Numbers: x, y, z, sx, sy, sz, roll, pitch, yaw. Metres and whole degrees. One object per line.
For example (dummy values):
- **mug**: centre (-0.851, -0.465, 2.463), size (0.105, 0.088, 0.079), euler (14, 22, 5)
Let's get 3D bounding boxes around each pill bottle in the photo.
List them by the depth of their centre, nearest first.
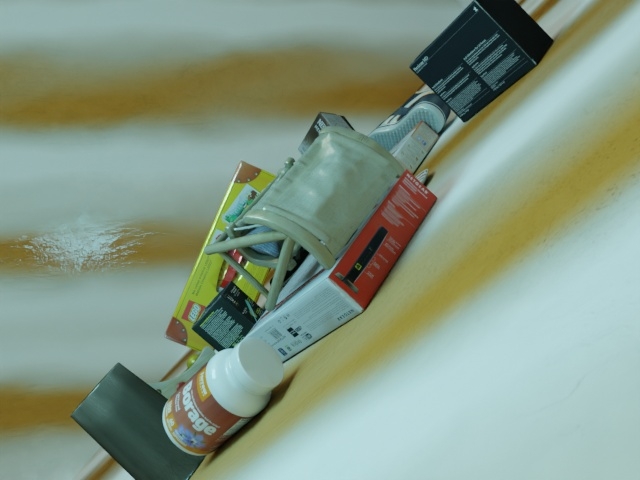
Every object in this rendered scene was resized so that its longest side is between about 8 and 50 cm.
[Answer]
- **pill bottle**: centre (-0.159, 0.256, 1.285), size (0.216, 0.121, 0.121), euler (-45, 6, 31)

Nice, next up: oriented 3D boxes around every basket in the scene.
- **basket**: centre (-0.331, 0.346, 1.430), size (0.154, 0.227, 0.204), euler (-48, 5, -2)

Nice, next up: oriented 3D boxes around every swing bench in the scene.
- **swing bench**: centre (-0.029, -0.050, 1.333), size (0.253, 0.165, 0.254), euler (-51, 7, -35)

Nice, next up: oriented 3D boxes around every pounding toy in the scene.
- **pounding toy**: centre (-0.342, 0.363, 1.754), size (0.269, 0.154, 0.155), euler (-51, 7, -30)

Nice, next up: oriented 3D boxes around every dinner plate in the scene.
- **dinner plate**: centre (0.182, -0.093, 1.628), size (0.141, 0.017, 0.141), euler (-46, 6, 6)

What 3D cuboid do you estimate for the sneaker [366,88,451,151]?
- **sneaker**: centre (0.240, -0.302, 2.073), size (0.321, 0.126, 0.127), euler (-26, 24, 54)

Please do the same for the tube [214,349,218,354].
- **tube**: centre (-0.281, 0.344, 1.955), size (0.240, 0.062, 0.070), euler (-53, -35, -5)

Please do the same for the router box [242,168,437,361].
- **router box**: centre (0.031, 0.056, 1.410), size (0.301, 0.082, 0.335), euler (-52, 7, -37)

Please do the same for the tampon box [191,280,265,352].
- **tampon box**: centre (-0.176, 0.188, 1.663), size (0.101, 0.161, 0.120), euler (-46, 5, 12)

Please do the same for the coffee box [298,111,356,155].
- **coffee box**: centre (0.058, -0.218, 2.117), size (0.098, 0.247, 0.141), euler (0, -44, -43)

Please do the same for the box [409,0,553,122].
- **box**: centre (0.343, -0.405, 1.686), size (0.103, 0.184, 0.261), euler (-52, 8, -31)

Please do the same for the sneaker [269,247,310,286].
- **sneaker**: centre (-0.067, 0.011, 2.220), size (0.283, 0.124, 0.107), euler (-47, 6, 10)

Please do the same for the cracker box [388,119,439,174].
- **cracker box**: centre (0.185, -0.179, 1.921), size (0.155, 0.067, 0.232), euler (-42, 9, 49)

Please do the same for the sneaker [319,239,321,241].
- **sneaker**: centre (0.000, 0.000, 2.039), size (0.095, 0.090, 0.235), euler (-59, 8, -17)

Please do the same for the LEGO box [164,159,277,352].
- **LEGO box**: centre (-0.244, 0.055, 2.183), size (0.372, 0.193, 0.500), euler (180, 114, -83)
